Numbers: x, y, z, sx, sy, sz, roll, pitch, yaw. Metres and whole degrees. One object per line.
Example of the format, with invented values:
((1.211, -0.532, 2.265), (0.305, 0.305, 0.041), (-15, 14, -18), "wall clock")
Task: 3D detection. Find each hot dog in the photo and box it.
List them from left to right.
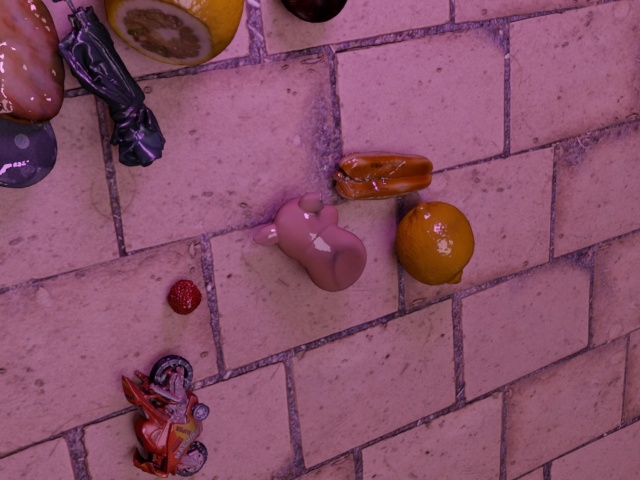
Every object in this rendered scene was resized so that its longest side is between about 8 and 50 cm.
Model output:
((0.143, -0.146, 1.894), (0.269, 0.072, 0.109), (-4, 110, -30), "hot dog")

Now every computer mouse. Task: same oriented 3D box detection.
((-0.612, -0.189, 1.374), (0.379, 0.090, 0.167), (20, 69, -38), "computer mouse")

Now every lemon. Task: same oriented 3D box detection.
((-0.242, -0.440, 1.456), (0.240, 0.240, 0.219), (29, 64, -36), "lemon")
((0.266, 0.009, 1.957), (0.187, 0.187, 0.244), (-42, 128, -14), "lemon")

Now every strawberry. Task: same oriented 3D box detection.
((-0.272, 0.122, 1.715), (0.073, 0.083, 0.073), (-13, 120, -23), "strawberry")

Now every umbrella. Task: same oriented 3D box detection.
((-0.381, -0.289, 1.477), (0.094, 0.143, 0.349), (-27, 120, -1), "umbrella")

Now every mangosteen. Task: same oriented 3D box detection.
((-0.007, -0.497, 1.632), (0.152, 0.152, 0.153), (-11, 112, -29), "mangosteen")

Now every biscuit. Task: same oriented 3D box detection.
((-0.504, -0.338, 1.394), (0.154, 0.045, 0.299), (-16, 97, -50), "biscuit")

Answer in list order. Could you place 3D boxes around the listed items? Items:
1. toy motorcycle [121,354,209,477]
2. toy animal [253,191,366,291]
((-0.321, 0.385, 1.766), (0.171, 0.089, 0.298), (-18, 115, -25), "toy motorcycle")
((-0.005, 0.009, 1.802), (0.166, 0.154, 0.250), (-48, 122, 0), "toy animal")
